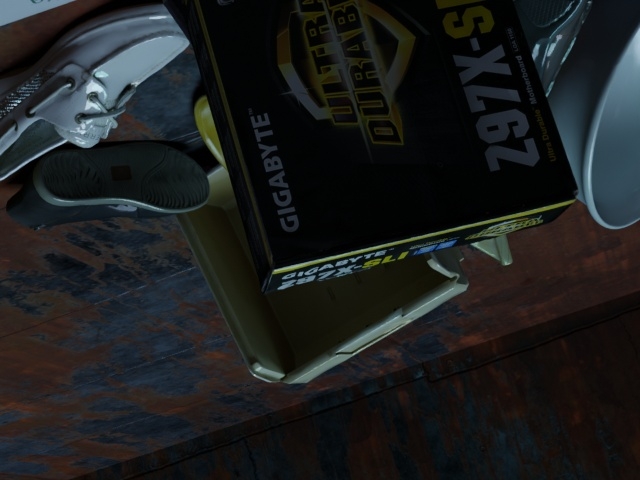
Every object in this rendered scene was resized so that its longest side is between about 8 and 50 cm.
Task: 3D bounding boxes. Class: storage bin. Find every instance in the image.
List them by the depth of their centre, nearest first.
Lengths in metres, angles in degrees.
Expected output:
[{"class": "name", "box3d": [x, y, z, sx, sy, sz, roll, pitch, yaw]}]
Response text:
[{"class": "storage bin", "box3d": [0.000, 0.000, 1.633, 0.262, 0.260, 0.123, -32, 164, 19]}]

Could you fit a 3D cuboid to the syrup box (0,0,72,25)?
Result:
[{"class": "syrup box", "box3d": [-0.240, -0.237, 0.936, 0.093, 0.096, 0.237, -18, 163, 3]}]

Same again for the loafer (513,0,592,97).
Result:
[{"class": "loafer", "box3d": [0.217, -0.223, 1.370, 0.084, 0.096, 0.267, -34, 149, -47]}]

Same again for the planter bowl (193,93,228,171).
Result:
[{"class": "planter bowl", "box3d": [-0.026, -0.112, 1.506, 0.090, 0.217, 0.217, -52, 177, -22]}]

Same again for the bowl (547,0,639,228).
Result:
[{"class": "bowl", "box3d": [0.327, -0.173, 1.552, 0.134, 0.298, 0.298, 26, -170, 32]}]

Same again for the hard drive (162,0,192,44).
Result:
[{"class": "hard drive", "box3d": [-0.008, -0.171, 1.277, 0.254, 0.172, 0.054, -2, 140, -49]}]

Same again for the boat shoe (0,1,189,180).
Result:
[{"class": "boat shoe", "box3d": [-0.225, -0.132, 1.305, 0.277, 0.096, 0.098, -25, 161, 28]}]

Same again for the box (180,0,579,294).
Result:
[{"class": "box", "box3d": [0.036, -0.142, 1.125, 0.257, 0.322, 0.079, -12, 165, -13]}]

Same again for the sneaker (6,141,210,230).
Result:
[{"class": "sneaker", "box3d": [-0.245, -0.059, 1.596, 0.222, 0.083, 0.118, 3, 163, -34]}]

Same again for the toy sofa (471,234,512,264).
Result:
[{"class": "toy sofa", "box3d": [0.078, -0.016, 1.981, 0.362, 0.177, 0.150, -16, -171, -3]}]

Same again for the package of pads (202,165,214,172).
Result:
[{"class": "package of pads", "box3d": [-0.157, -0.064, 1.726, 0.083, 0.032, 0.050, -23, 160, 20]}]
